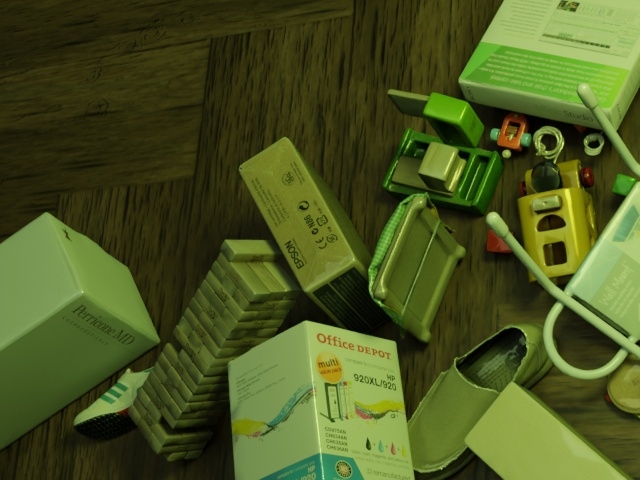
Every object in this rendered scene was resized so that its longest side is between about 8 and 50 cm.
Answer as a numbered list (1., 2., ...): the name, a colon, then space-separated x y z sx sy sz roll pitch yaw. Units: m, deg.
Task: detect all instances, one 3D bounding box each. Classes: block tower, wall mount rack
1. block tower: -0.148 0.155 2.072 0.097 0.091 0.335 48 122 33
2. wall mount rack: 0.372 -0.011 1.885 0.304 0.130 0.350 36 77 -1

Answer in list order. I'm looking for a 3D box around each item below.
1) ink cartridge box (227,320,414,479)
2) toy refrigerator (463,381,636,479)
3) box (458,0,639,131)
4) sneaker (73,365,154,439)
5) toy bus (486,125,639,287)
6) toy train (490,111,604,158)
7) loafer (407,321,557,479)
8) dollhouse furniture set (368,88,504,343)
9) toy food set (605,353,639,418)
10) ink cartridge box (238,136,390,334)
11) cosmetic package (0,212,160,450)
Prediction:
1. ink cartridge box: 0.000 0.249 1.967 0.168 0.171 0.232 -31 55 40
2. toy refrigerator: 0.314 0.301 1.867 0.269 0.094 0.102 41 95 34
3. box: 0.364 -0.307 2.109 0.232 0.058 0.322 17 63 31
4. sneaker: -0.289 0.233 2.222 0.161 0.057 0.075 -26 42 15
5. toy bus: 0.310 -0.036 1.999 0.202 0.104 0.191 36 97 23
6. toy train: 0.326 -0.162 2.105 0.166 0.046 0.125 8 77 29
7. loafer: 0.192 0.200 1.971 0.268 0.092 0.102 -48 56 -1
8. dollhouse furniture set: 0.107 -0.034 2.058 0.151 0.197 0.301 16 74 29
9. toy food set: 0.401 0.181 1.920 0.082 0.020 0.083 -45 56 1
10. ink cartridge box: 0.000 0.000 2.095 0.088 0.193 0.234 -33 57 5
11. cosmetic package: -0.495 0.179 2.236 0.453 0.230 0.161 -35 57 9
